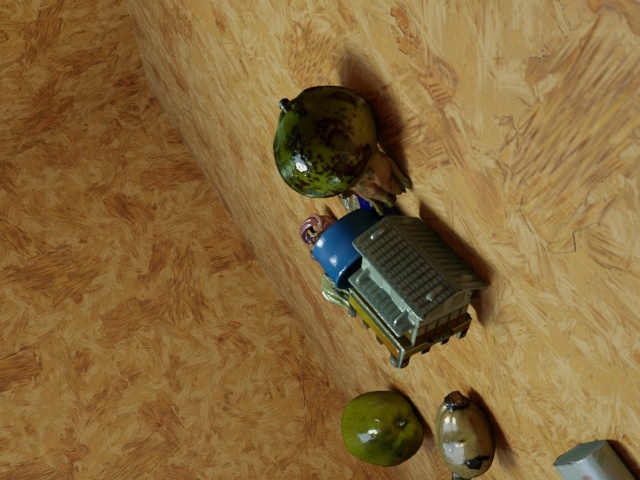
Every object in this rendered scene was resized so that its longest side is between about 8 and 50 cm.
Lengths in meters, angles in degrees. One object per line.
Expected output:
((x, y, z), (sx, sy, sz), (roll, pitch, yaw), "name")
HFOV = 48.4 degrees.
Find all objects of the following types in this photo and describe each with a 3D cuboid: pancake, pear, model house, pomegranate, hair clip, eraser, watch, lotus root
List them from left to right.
((0.045, -0.173, 1.341), (0.276, 0.222, 0.204), (22, 149, 10), "pomegranate")
((0.084, -0.082, 1.731), (0.139, 0.022, 0.139), (54, 166, 20), "pancake")
((0.084, 0.010, 1.553), (0.171, 0.200, 0.196), (47, 160, 30), "watch")
((0.138, 0.192, 2.018), (0.321, 0.091, 0.138), (41, 153, 20), "hair clip")
((0.207, 0.634, 2.410), (0.269, 0.269, 0.321), (59, 149, 1), "pear")
((0.181, 0.096, 1.380), (0.224, 0.198, 0.215), (50, 152, 37), "model house")
((0.355, 0.483, 1.742), (0.154, 0.140, 0.257), (-117, 13, -62), "lotus root")
((0.513, 0.462, 1.224), (0.227, 0.081, 0.174), (54, 170, 16), "eraser")

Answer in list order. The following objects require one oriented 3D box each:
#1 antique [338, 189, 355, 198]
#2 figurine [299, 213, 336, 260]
((0.005, -0.194, 1.633), (0.310, 0.087, 0.093), (40, 155, 57), "antique")
((0.007, -0.007, 1.975), (0.126, 0.114, 0.157), (48, -172, -25), "figurine")
